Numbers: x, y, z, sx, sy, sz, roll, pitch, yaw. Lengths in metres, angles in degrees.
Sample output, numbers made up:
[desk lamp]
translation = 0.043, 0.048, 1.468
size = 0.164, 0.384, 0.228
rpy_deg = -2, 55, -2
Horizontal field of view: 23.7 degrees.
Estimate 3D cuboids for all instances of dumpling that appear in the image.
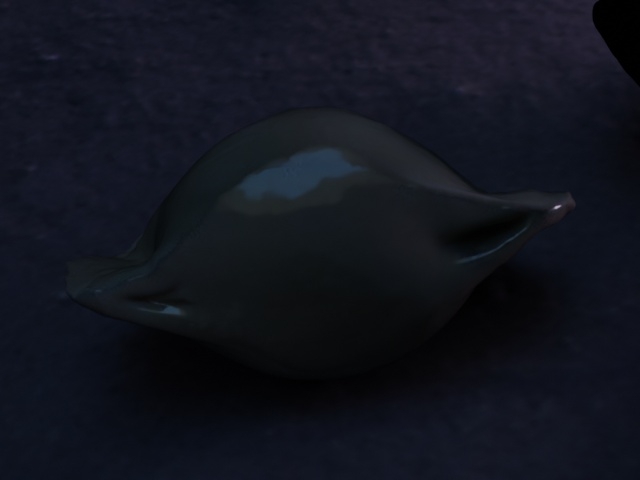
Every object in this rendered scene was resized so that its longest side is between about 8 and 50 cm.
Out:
[dumpling]
translation = 0.000, 0.000, 0.705
size = 0.228, 0.124, 0.151
rpy_deg = -3, 5, 3

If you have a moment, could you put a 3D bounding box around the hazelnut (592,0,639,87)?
[hazelnut]
translation = 0.229, -0.128, 0.740
size = 0.170, 0.161, 0.202
rpy_deg = -1, 42, 29
